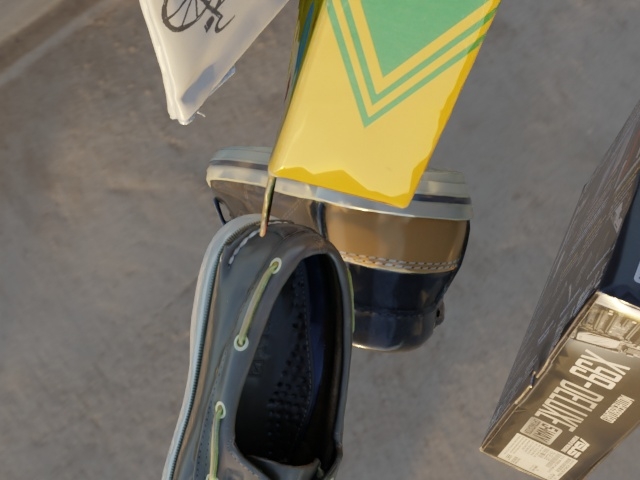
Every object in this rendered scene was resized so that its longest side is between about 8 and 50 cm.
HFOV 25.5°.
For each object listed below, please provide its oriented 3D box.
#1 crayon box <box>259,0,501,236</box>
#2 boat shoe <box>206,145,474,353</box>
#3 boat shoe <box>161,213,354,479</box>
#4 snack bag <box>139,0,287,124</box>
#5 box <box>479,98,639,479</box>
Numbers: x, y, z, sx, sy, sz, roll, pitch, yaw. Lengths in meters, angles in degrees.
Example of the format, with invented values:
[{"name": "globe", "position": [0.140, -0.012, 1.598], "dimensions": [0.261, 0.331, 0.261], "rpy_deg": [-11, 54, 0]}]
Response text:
[{"name": "crayon box", "position": [0.045, -0.163, 0.716], "dimensions": [0.081, 0.202, 0.318], "rpy_deg": [14, 141, -6]}, {"name": "boat shoe", "position": [0.000, 0.000, 1.242], "dimensions": [0.187, 0.500, 0.156], "rpy_deg": [5, 94, -14]}, {"name": "boat shoe", "position": [-0.038, 0.137, 0.940], "dimensions": [0.091, 0.109, 0.305], "rpy_deg": [13, 99, 59]}, {"name": "snack bag", "position": [-0.036, -0.286, 1.019], "dimensions": [0.037, 0.342, 0.323], "rpy_deg": [31, 70, 18]}, {"name": "box", "position": [0.207, 0.006, 0.919], "dimensions": [0.077, 0.242, 0.307], "rpy_deg": [24, 155, 5]}]
